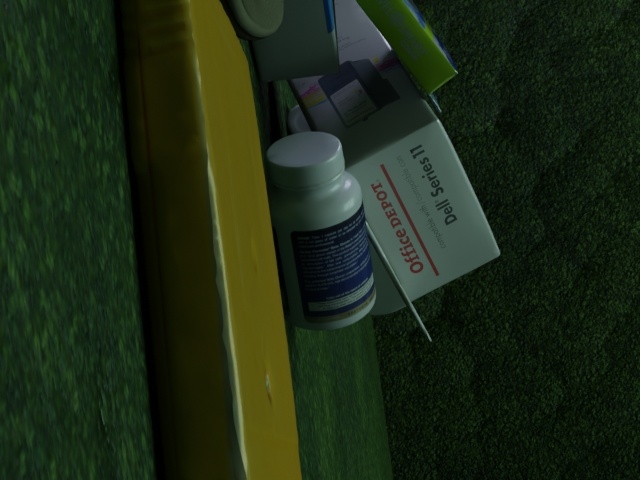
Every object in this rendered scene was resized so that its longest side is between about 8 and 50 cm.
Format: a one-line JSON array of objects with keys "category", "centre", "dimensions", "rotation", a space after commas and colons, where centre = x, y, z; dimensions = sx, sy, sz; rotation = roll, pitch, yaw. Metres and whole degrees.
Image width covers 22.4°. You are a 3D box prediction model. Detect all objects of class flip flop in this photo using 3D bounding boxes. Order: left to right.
[{"category": "flip flop", "centre": [-0.055, -0.256, 1.263], "dimensions": [0.277, 0.080, 0.112], "rotation": [76, 7, -57]}]

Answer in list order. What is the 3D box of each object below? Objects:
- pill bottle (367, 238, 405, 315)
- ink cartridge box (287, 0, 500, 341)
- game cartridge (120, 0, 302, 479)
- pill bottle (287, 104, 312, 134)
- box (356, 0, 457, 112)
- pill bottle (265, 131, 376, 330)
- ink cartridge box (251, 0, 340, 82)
[{"category": "pill bottle", "centre": [0.066, -0.020, 2.080], "dimensions": [0.283, 0.161, 0.161], "rotation": [-86, 168, -70]}, {"category": "ink cartridge box", "centre": [0.074, -0.083, 1.699], "dimensions": [0.207, 0.119, 0.353], "rotation": [60, 3, -40]}, {"category": "game cartridge", "centre": [-0.063, 0.011, 0.961], "dimensions": [0.285, 0.052, 0.324], "rotation": [62, 19, -79]}, {"category": "pill bottle", "centre": [-0.016, -0.144, 1.942], "dimensions": [0.083, 0.043, 0.043], "rotation": [-64, 147, -82]}, {"category": "box", "centre": [0.079, -0.218, 1.614], "dimensions": [0.178, 0.042, 0.109], "rotation": [52, 11, -12]}, {"category": "pill bottle", "centre": [-0.004, -0.010, 1.487], "dimensions": [0.094, 0.094, 0.169], "rotation": [-91, 173, -59]}, {"category": "ink cartridge box", "centre": [-0.034, -0.283, 1.606], "dimensions": [0.148, 0.086, 0.203], "rotation": [77, 7, -59]}]
